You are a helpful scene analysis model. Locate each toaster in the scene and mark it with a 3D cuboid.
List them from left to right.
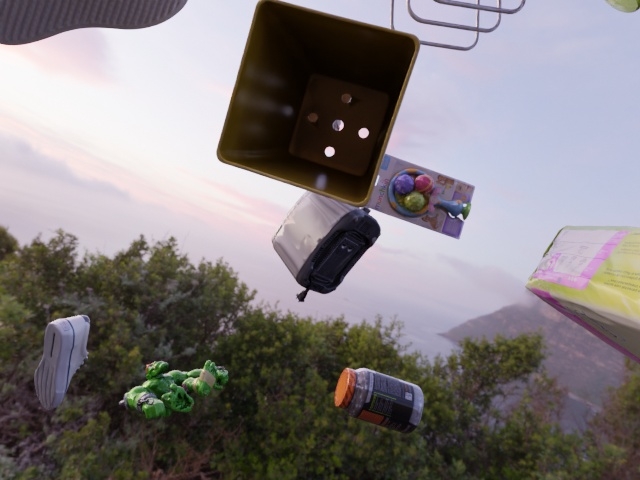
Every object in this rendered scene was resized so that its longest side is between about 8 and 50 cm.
[{"bbox_3d":[0.000,0.000,0.915,0.129,0.227,0.146,26,16,-48],"label":"toaster"}]

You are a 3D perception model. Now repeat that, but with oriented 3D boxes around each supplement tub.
[{"bbox_3d":[0.137,0.377,1.081,0.190,0.117,0.117,21,-4,-7],"label":"supplement tub"}]

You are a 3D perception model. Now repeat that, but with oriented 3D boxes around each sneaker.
[{"bbox_3d":[-0.599,0.290,1.070,0.094,0.258,0.091,36,24,22],"label":"sneaker"},{"bbox_3d":[-0.429,-0.461,0.819,0.365,0.135,0.150,-16,49,-16],"label":"sneaker"}]

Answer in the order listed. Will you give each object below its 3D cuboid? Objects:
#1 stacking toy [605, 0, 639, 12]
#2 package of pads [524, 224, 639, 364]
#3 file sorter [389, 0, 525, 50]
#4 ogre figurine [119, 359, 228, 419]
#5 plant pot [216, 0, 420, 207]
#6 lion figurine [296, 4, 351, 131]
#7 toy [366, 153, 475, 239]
[{"bbox_3d":[0.481,-0.526,0.691,0.309,0.130,0.279,58,17,14],"label":"stacking toy"},{"bbox_3d":[0.363,0.080,0.432,0.229,0.101,0.296,34,1,-4],"label":"package of pads"},{"bbox_3d":[0.243,-0.446,0.707,0.192,0.173,0.277,2,-3,-13],"label":"file sorter"},{"bbox_3d":[-0.266,0.268,0.809,0.118,0.097,0.197,-7,18,23],"label":"ogre figurine"},{"bbox_3d":[0.008,-0.179,0.649,0.212,0.212,0.187,19,9,9],"label":"plant pot"},{"bbox_3d":[-0.015,-0.299,0.921,0.240,0.142,0.392,27,-3,-19],"label":"lion figurine"},{"bbox_3d":[0.232,-0.106,1.033,0.237,0.137,0.056,20,-9,-3],"label":"toy"}]
